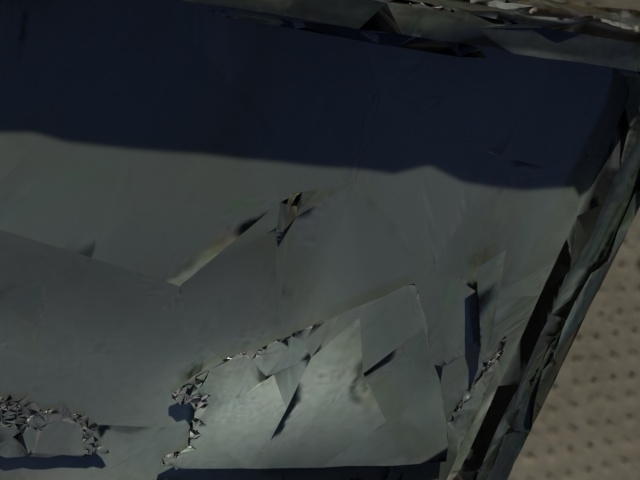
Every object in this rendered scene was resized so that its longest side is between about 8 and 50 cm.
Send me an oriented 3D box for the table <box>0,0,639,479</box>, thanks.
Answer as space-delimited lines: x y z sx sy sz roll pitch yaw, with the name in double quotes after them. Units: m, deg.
0.002 0.080 0.422 0.335 0.272 0.222 4 122 -32 "table"
